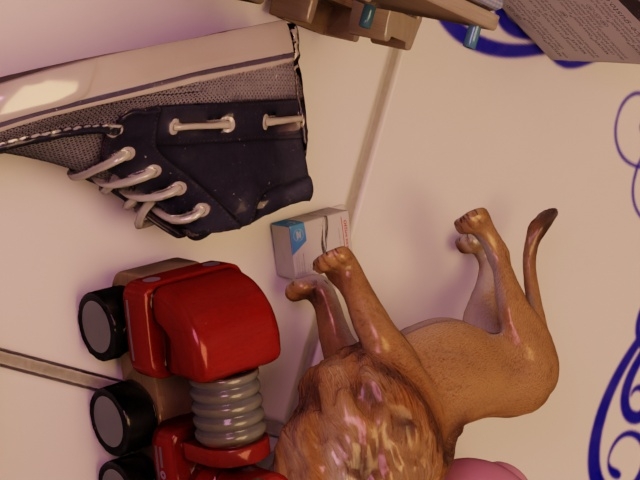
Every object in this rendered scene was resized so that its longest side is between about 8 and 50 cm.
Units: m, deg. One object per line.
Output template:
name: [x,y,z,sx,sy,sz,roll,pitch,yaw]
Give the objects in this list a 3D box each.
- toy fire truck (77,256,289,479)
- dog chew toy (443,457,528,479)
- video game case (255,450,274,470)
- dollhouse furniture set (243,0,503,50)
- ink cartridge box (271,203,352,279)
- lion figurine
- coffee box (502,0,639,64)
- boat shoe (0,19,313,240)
toy fire truck: [-0.082,0.138,1.382,0.158,0.246,0.217,-14,105,-37]
dog chew toy: [0.081,0.319,1.545,0.332,0.206,0.206,-49,123,-32]
video game case: [0.009,0.310,1.622,0.204,0.025,0.285,-29,114,-33]
dollhouse furniture set: [0.040,-0.263,1.359,0.286,0.303,0.198,15,93,-47]
ink cartridge box: [0.000,0.000,1.570,0.083,0.028,0.048,-17,107,-37]
lion figurine: [0.107,0.113,1.549,0.392,0.142,0.240,-18,78,-33]
coffee box: [0.291,-0.382,1.556,0.338,0.334,0.337,40,72,-33]
boat shoe: [-0.139,-0.067,1.382,0.340,0.127,0.158,-17,99,-37]
